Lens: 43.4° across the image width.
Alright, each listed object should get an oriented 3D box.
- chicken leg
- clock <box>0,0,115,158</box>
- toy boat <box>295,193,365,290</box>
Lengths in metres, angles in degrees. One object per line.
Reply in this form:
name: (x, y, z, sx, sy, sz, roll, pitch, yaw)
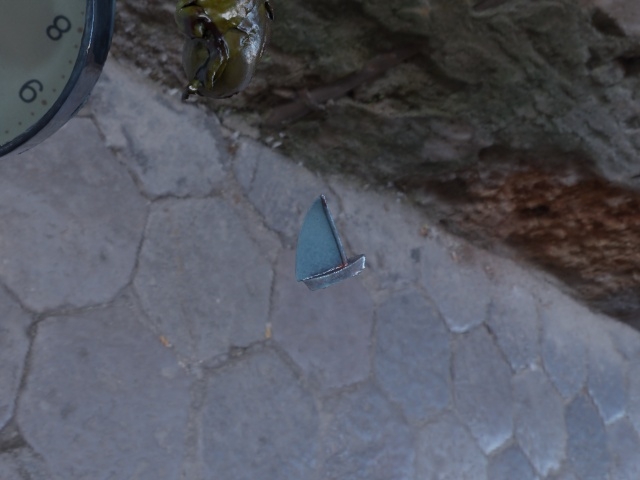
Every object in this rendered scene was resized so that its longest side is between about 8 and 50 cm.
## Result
chicken leg: (-0.134, -0.376, 1.097, 0.211, 0.140, 0.360, -80, 172, -69)
clock: (-0.404, -0.254, 0.807, 0.386, 0.386, 0.076, 58, 4, -14)
toy boat: (0.000, -0.001, 1.045, 0.034, 0.096, 0.122, -123, -170, -70)
